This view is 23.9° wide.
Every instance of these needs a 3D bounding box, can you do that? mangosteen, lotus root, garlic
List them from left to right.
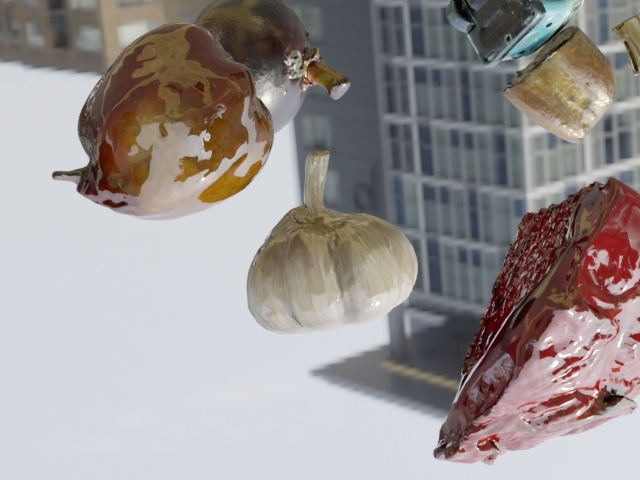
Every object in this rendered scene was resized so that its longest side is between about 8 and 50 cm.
[{"bbox_3d":[-0.079,-0.264,2.296,0.262,0.235,0.235,8,-163,10],"label":"mangosteen"},{"bbox_3d":[0.000,0.000,1.809,0.219,0.212,0.218,-13,-173,2],"label":"garlic"},{"bbox_3d":[0.337,-0.218,2.029,0.095,0.135,0.159,-28,-153,54],"label":"lotus root"}]

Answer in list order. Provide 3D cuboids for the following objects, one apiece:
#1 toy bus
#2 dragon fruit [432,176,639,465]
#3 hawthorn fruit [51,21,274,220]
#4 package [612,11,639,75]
[{"bbox_3d":[0.241,-0.375,2.033,0.165,0.271,0.133,-9,155,-40],"label":"toy bus"},{"bbox_3d":[0.236,0.106,1.561,0.330,0.302,0.240,-49,-144,3],"label":"dragon fruit"},{"bbox_3d":[-0.184,-0.119,1.693,0.248,0.208,0.208,-33,-158,-12],"label":"hawthorn fruit"},{"bbox_3d":[0.419,-0.257,1.859,0.131,0.071,0.047,-33,-177,-39],"label":"package"}]
